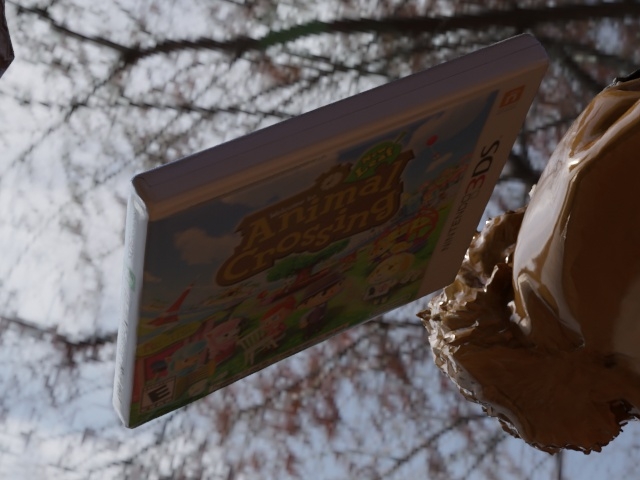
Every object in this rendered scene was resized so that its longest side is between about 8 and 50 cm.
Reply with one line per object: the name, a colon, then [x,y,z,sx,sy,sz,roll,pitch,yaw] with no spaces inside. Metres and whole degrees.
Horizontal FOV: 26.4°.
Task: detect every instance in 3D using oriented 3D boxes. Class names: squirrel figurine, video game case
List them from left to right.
video game case: [0.000,0.000,0.669,0.212,0.023,0.193,-22,-28,-25]
squirrel figurine: [0.260,-0.036,0.908,0.281,0.370,0.397,45,-46,-13]

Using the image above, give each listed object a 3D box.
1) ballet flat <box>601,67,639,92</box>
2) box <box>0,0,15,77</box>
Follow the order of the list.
ballet flat: [0.398,-0.188,1.513,0.084,0.250,0.058,34,-34,48]
box: [-0.472,-0.233,1.176,0.381,0.143,0.191,19,-31,10]
